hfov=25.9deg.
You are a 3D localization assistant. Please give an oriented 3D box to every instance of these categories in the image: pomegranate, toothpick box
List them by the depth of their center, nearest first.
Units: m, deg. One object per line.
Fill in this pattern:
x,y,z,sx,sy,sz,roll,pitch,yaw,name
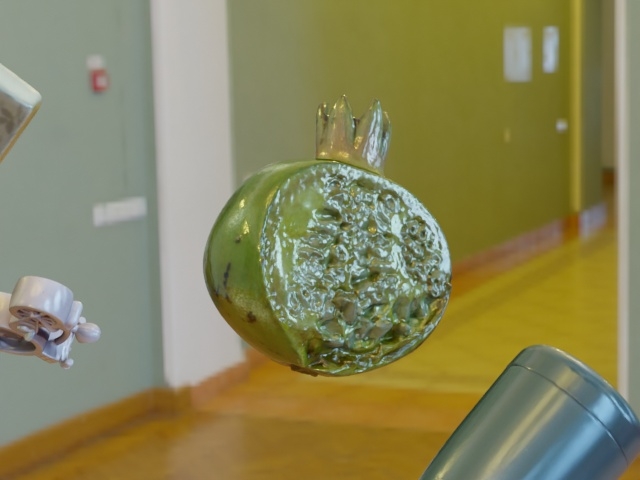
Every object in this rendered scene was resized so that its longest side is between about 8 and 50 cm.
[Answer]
0.148,0.181,1.063,0.184,0.120,0.120,-46,22,-13,toothpick box
0.000,0.000,1.768,0.310,0.358,0.216,16,-19,-25,pomegranate

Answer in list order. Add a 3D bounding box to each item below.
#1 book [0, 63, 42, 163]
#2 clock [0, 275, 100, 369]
-0.164,-0.015,0.379,0.118,0.172,0.012,35,33,-11,book
-0.208,0.058,1.015,0.087,0.041,0.129,25,-26,-25,clock
